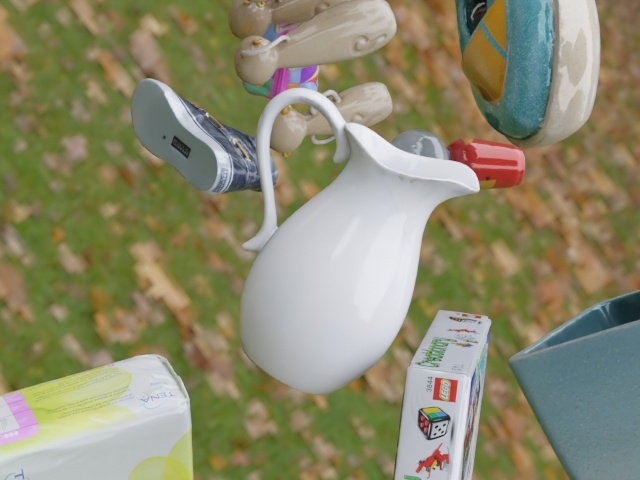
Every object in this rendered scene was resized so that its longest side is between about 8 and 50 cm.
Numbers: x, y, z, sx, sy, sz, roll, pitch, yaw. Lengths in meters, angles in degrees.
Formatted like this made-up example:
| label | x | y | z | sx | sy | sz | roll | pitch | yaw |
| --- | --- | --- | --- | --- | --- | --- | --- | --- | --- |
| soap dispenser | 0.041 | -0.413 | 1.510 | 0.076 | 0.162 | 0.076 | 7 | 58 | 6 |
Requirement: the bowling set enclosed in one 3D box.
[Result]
| label | x | y | z | sx | sy | sz | roll | pitch | yaw |
| --- | --- | --- | --- | --- | --- | --- | --- | --- | --- |
| bowling set | -0.033 | -0.227 | 1.804 | 0.287 | 0.154 | 0.200 | 91 | -24 | -51 |

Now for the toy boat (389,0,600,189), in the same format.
| label | x | y | z | sx | sy | sz | roll | pitch | yaw |
| --- | --- | --- | --- | --- | --- | --- | --- | --- | --- |
| toy boat | 0.171 | -0.164 | 2.000 | 0.148 | 0.318 | 0.267 | 3 | 47 | -16 |

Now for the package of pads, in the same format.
| label | x | y | z | sx | sy | sz | roll | pitch | yaw |
| --- | --- | --- | --- | --- | --- | --- | --- | --- | --- |
| package of pads | -0.272 | 0.249 | 1.968 | 0.101 | 0.296 | 0.229 | -127 | -150 | -47 |

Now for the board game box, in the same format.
| label | x | y | z | sx | sy | sz | roll | pitch | yaw |
| --- | --- | --- | --- | --- | --- | --- | --- | --- | --- |
| board game box | 0.099 | 0.175 | 1.643 | 0.305 | 0.053 | 0.193 | -36 | 133 | -80 |

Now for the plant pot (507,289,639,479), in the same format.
| label | x | y | z | sx | sy | sz | roll | pitch | yaw |
| --- | --- | --- | --- | --- | --- | --- | --- | --- | --- |
| plant pot | 0.376 | 0.173 | 1.951 | 0.247 | 0.248 | 0.252 | -22 | 92 | -58 |

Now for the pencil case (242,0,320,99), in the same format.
| label | x | y | z | sx | sy | sz | roll | pitch | yaw |
| --- | --- | --- | --- | --- | --- | --- | --- | --- | --- |
| pencil case | -0.034 | -0.270 | 2.313 | 0.104 | 0.236 | 0.104 | 4 | 43 | -4 |

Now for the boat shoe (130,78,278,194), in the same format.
| label | x | y | z | sx | sy | sz | roll | pitch | yaw |
| --- | --- | --- | --- | --- | --- | --- | --- | --- | --- |
| boat shoe | -0.120 | -0.101 | 2.006 | 0.083 | 0.065 | 0.183 | 4 | 32 | -41 |

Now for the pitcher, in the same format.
| label | x | y | z | sx | sy | sz | roll | pitch | yaw |
| --- | --- | --- | --- | --- | --- | --- | --- | --- | --- |
| pitcher | 0.000 | 0.000 | 1.543 | 0.178 | 0.207 | 0.125 | 32 | 15 | 8 |
